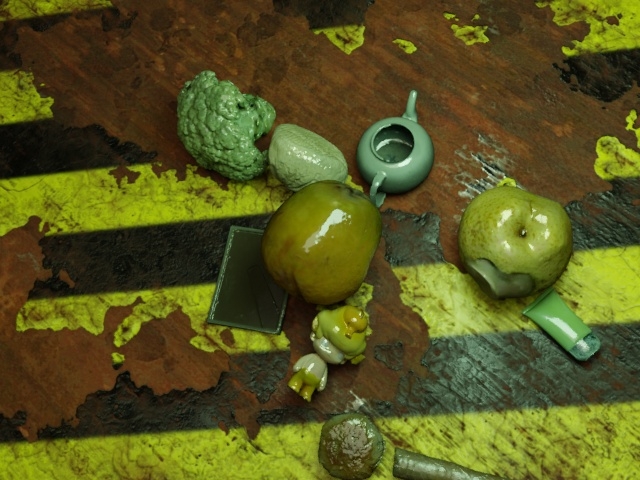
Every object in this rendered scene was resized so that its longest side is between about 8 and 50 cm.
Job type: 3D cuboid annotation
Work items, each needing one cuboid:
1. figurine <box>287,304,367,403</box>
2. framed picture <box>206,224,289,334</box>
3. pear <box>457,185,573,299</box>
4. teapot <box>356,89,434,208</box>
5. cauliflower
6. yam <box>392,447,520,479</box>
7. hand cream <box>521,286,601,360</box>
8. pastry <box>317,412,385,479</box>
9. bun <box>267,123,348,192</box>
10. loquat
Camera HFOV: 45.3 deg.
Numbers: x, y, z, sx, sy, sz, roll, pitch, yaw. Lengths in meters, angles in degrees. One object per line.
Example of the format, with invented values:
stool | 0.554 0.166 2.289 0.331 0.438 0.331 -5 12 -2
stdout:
figurine | 0.019 0.247 1.742 0.156 0.131 0.246 43 78 -14
framed picture | -0.162 0.093 1.879 0.189 0.023 0.260 7 71 12
pear | 0.430 -0.003 1.701 0.271 0.271 0.271 -3 69 8
teapot | 0.181 -0.213 1.880 0.193 0.129 0.294 19 74 16
cauliflower | -0.232 -0.302 1.962 0.272 0.275 0.250 16 32 42
yam | 0.298 0.506 1.631 0.299 0.066 0.066 11 72 13
hand cream | 0.546 0.192 1.720 0.095 0.046 0.175 -39 62 -5
pastry | 0.065 0.452 1.679 0.153 0.081 0.153 -1 71 4
bun | -0.036 -0.188 1.886 0.220 0.220 0.134 38 111 19
loquat | 0.000 0.000 1.749 0.276 0.276 0.284 30 98 18
